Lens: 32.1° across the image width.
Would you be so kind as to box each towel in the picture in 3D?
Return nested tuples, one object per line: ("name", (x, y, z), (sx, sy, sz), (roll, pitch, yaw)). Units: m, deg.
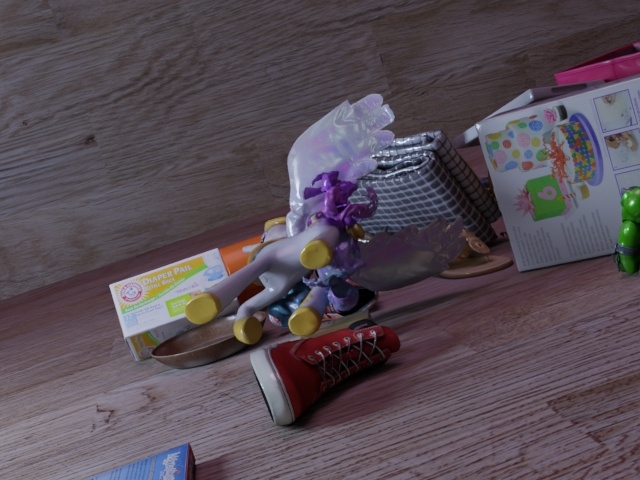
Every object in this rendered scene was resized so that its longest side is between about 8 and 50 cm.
("towel", (0.144, -0.067, 1.972), (0.284, 0.235, 0.121), (-10, 49, 38))

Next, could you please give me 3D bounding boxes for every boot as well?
("boot", (0.012, 0.148, 1.345), (0.176, 0.088, 0.244), (-16, 4, 2))

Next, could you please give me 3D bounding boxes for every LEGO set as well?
("LEGO set", (0.340, -0.011, 1.960), (0.083, 0.023, 0.054), (-29, -3, 39))

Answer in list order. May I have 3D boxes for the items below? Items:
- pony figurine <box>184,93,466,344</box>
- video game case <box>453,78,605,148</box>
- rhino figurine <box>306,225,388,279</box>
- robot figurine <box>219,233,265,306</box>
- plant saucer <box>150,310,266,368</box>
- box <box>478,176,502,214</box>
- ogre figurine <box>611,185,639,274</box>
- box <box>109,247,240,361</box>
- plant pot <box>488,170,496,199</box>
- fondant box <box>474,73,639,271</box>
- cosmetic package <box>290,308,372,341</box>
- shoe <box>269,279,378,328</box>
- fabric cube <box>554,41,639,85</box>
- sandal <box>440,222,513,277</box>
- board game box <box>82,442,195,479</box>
("pony figurine", (0.000, 0.000, 1.608), (0.351, 0.302, 0.363), (-26, 14, 19))
("video game case", (0.350, -0.212, 1.866), (0.183, 0.023, 0.201), (-12, -13, -36))
("rhino figurine", (0.053, 0.030, 1.977), (0.243, 0.106, 0.073), (-12, 10, 38))
("robot figurine", (-0.142, 0.065, 2.108), (0.219, 0.128, 0.158), (-19, 48, -12))
("plant saucer", (-0.177, 0.166, 1.810), (0.199, 0.036, 0.198), (-17, 8, 2))
("box", (0.293, -0.075, 2.338), (0.216, 0.060, 0.270), (-20, 8, -18))
("ogre figurine", (0.446, -0.019, 1.394), (0.097, 0.118, 0.197), (-21, 8, -18))
("box", (-0.251, 0.113, 1.939), (0.203, 0.114, 0.103), (-20, -29, -8))
("plant pot", (0.385, -0.114, 1.889), (0.205, 0.205, 0.188), (-20, 6, -18))
("fondant box", (0.418, -0.105, 1.613), (0.330, 0.238, 0.096), (-13, 10, 30))
("cosmetic package", (0.019, 0.136, 1.559), (0.115, 0.041, 0.060), (-18, 7, 4))
("shoe", (0.005, 0.099, 1.761), (0.178, 0.063, 0.081), (-15, 5, -4))
("fabric cube", (0.606, -0.219, 1.917), (0.254, 0.258, 0.259), (-23, 9, -39))
("sandal", (0.217, 0.011, 1.839), (0.088, 0.079, 0.240), (-22, 9, -27))
("board game box", (-0.199, 0.278, 1.114), (0.145, 0.027, 0.281), (-20, 8, -2))
